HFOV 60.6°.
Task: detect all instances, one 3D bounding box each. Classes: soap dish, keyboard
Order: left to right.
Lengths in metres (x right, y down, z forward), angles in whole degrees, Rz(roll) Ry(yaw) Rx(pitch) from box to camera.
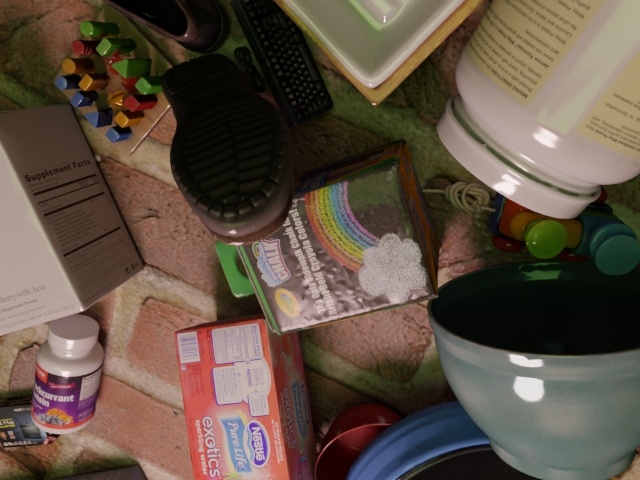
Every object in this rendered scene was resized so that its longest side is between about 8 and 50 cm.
[{"bbox_3d":[-0.058,-0.243,0.733,0.108,0.023,0.180,-30,101,-22],"label":"keyboard"},{"bbox_3d":[0.094,-0.346,0.647,0.229,0.118,0.291,46,111,-5],"label":"soap dish"}]

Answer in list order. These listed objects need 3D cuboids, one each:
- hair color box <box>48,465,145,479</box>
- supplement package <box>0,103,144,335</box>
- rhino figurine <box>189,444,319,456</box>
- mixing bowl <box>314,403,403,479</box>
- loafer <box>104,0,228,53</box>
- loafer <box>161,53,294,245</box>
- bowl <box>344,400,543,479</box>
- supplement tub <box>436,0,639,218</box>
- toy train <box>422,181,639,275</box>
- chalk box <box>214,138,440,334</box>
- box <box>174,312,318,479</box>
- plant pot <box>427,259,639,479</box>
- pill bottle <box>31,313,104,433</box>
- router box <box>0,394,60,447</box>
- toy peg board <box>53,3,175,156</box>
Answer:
[{"bbox_3d":[-0.505,0.583,1.092,0.374,0.113,0.185,-16,104,18],"label":"hair color box"},{"bbox_3d":[-0.441,-0.035,0.839,0.177,0.175,0.293,-17,103,18],"label":"supplement package"},{"bbox_3d":[-0.118,0.363,0.954,0.243,0.073,0.106,-6,100,17],"label":"rhino figurine"},{"bbox_3d":[0.077,0.331,0.874,0.181,0.098,0.181,-2,112,-4],"label":"mixing bowl"},{"bbox_3d":[-0.263,-0.362,0.733,0.302,0.095,0.109,35,113,0],"label":"loafer"},{"bbox_3d":[-0.106,-0.111,0.681,0.134,0.366,0.130,-19,133,-3],"label":"loafer"},{"bbox_3d":[0.226,0.419,0.831,0.391,0.077,0.391,-2,114,-5],"label":"bowl"},{"bbox_3d":[0.289,-0.207,0.561,0.235,0.235,0.325,30,124,2],"label":"supplement tub"},{"bbox_3d":[0.257,-0.021,0.690,0.248,0.143,0.105,9,109,1],"label":"toy train"},{"bbox_3d":[0.000,0.000,0.753,0.289,0.179,0.180,-15,105,18],"label":"chalk box"},{"bbox_3d":[-0.103,0.266,0.836,0.154,0.142,0.300,-11,86,16],"label":"box"},{"bbox_3d":[0.287,0.161,0.672,0.293,0.293,0.196,-5,104,14],"label":"plant pot"},{"bbox_3d":[-0.443,0.232,0.964,0.108,0.108,0.193,19,111,6],"label":"pill bottle"},{"bbox_3d":[-0.581,0.354,1.073,0.122,0.038,0.092,-11,105,16],"label":"router box"},{"bbox_3d":[-0.309,-0.229,0.797,0.161,0.079,0.161,-42,95,21],"label":"toy peg board"}]
